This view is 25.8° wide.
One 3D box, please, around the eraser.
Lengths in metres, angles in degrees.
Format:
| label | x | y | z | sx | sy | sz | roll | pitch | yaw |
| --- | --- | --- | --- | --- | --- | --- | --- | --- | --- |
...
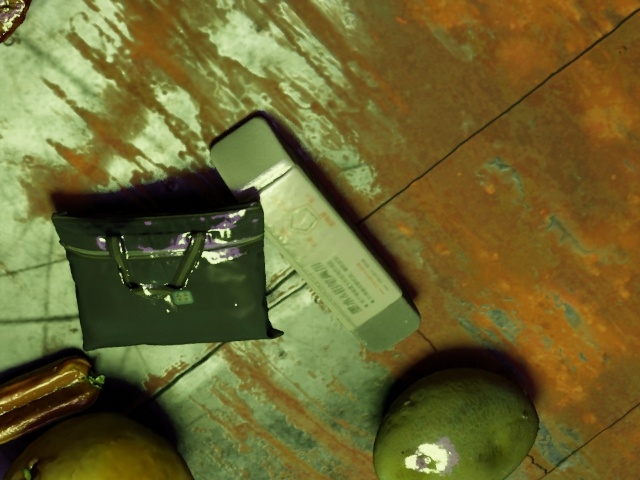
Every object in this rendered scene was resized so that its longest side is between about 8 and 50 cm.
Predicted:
| label | x | y | z | sx | sy | sz | roll | pitch | yaw |
| --- | --- | --- | --- | --- | --- | --- | --- | --- | --- |
| eraser | 0.000 | 0.000 | 1.702 | 0.089 | 0.061 | 0.352 | -35 | 120 | 9 |

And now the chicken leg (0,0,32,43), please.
| label | x | y | z | sx | sy | sz | roll | pitch | yaw |
| --- | --- | --- | --- | --- | --- | --- | --- | --- | --- |
| chicken leg | -0.370 | -0.255 | 1.493 | 0.106 | 0.051 | 0.253 | 38 | 108 | -20 |

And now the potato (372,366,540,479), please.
| label | x | y | z | sx | sy | sz | roll | pitch | yaw |
| --- | --- | --- | --- | --- | --- | --- | --- | --- | --- |
| potato | 0.177 | 0.257 | 1.834 | 0.235 | 0.160 | 0.178 | -9 | 147 | -22 |

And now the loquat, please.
| label | x | y | z | sx | sy | sz | roll | pitch | yaw |
| --- | --- | --- | --- | --- | --- | --- | --- | --- | --- |
| loquat | -0.278 | 0.346 | 1.732 | 0.263 | 0.263 | 0.263 | -5 | 120 | -8 |

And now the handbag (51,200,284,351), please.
| label | x | y | z | sx | sy | sz | roll | pitch | yaw |
| --- | --- | --- | --- | --- | --- | --- | --- | --- | --- |
| handbag | -0.182 | 0.043 | 1.673 | 0.254 | 0.089 | 0.211 | -4 | 127 | 5 |

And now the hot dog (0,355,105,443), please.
| label | x | y | z | sx | sy | sz | roll | pitch | yaw |
| --- | --- | --- | --- | --- | --- | --- | --- | --- | --- |
| hot dog | -0.357 | 0.200 | 1.752 | 0.188 | 0.055 | 0.072 | -22 | 90 | -3 |
